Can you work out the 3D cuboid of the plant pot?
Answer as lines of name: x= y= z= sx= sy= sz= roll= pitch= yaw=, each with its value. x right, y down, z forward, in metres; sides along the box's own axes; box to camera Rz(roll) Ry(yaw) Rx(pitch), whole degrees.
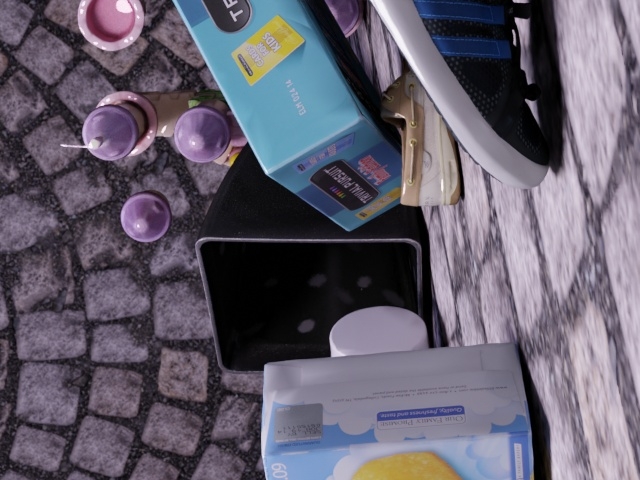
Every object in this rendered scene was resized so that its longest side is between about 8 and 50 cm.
plant pot: x=0.000 y=0.000 z=1.466 sx=0.187 sy=0.188 sz=0.167 roll=84 pitch=-172 yaw=-48

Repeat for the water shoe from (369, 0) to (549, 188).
water shoe: x=0.065 y=-0.114 z=0.726 sx=0.203 sy=0.080 sz=0.073 roll=55 pitch=-169 yaw=-22

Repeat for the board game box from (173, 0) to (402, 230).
board game box: x=-0.053 y=-0.184 z=1.210 sx=0.336 sy=0.079 sz=0.254 roll=62 pitch=-172 yaw=14

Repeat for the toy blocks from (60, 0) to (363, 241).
toy blocks: x=-0.088 y=-0.101 z=1.612 sx=0.260 sy=0.288 sz=0.309 roll=-85 pitch=-8 yaw=-77

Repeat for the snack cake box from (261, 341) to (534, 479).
snack cake box: x=0.054 y=0.195 z=0.999 sx=0.089 sy=0.152 sz=0.264 roll=-91 pitch=-5 yaw=-56

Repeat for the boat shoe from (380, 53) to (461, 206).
boat shoe: x=0.062 y=-0.088 z=1.102 sx=0.050 sy=0.045 sz=0.135 roll=93 pitch=168 yaw=-78

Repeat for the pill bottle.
pill bottle: x=0.057 y=0.156 z=1.375 sx=0.108 sy=0.108 sz=0.193 roll=-103 pitch=4 yaw=-60
